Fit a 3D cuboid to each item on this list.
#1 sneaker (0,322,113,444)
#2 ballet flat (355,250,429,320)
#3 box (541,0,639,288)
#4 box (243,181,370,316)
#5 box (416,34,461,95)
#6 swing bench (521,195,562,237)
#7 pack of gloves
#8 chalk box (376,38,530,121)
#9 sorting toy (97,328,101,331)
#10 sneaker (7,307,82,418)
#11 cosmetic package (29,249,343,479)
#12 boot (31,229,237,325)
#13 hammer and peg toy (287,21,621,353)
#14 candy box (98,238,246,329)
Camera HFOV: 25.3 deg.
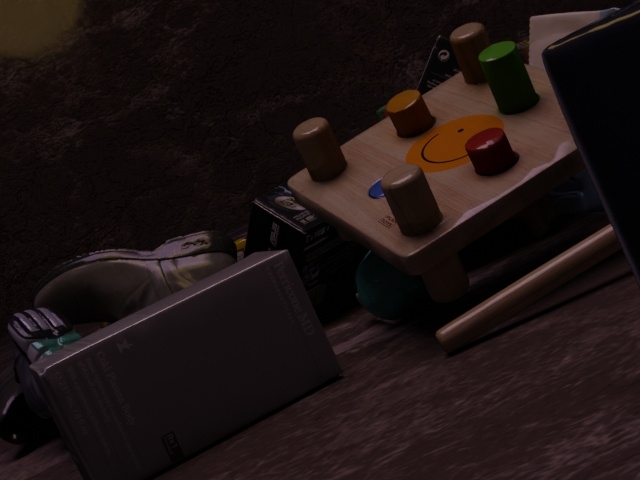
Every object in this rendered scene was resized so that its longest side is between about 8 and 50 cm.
[{"bbox_3d":[-0.241,0.151,1.598,0.286,0.109,0.130,-31,15,4],"label":"sneaker"},{"bbox_3d":[0.073,0.028,1.445,0.087,0.083,0.247,-39,1,12],"label":"ballet flat"},{"bbox_3d":[0.374,-0.104,0.735,0.293,0.212,0.395,-30,7,-38],"label":"box"},{"bbox_3d":[0.000,0.000,1.593,0.077,0.147,0.180,32,41,27],"label":"box"},{"bbox_3d":[0.161,-0.112,1.561,0.184,0.103,0.261,-65,-13,10],"label":"box"},{"bbox_3d":[0.336,-0.146,1.494,0.254,0.165,0.253,-21,7,32],"label":"swing bench"},{"bbox_3d":[0.289,-0.123,1.314,0.046,0.195,0.232,2,-2,-37],"label":"pack of gloves"},{"bbox_3d":[0.209,-0.138,1.862,0.179,0.180,0.289,-20,6,36],"label":"chalk box"},{"bbox_3d":[-0.271,0.121,2.190,0.208,0.038,0.193,-24,6,3],"label":"sorting toy"},{"bbox_3d":[-0.255,0.161,1.470,0.083,0.098,0.223,-9,33,-32],"label":"sneaker"},{"bbox_3d":[-0.115,0.111,1.229,0.238,0.127,0.107,-28,6,-16],"label":"cosmetic package"},{"bbox_3d":[-0.193,0.088,1.520,0.246,0.161,0.083,-15,-37,7],"label":"boot"},{"bbox_3d":[0.139,-0.060,1.229,0.266,0.127,0.361,-32,28,-12],"label":"hammer and peg toy"},{"bbox_3d":[-0.158,0.087,1.709,0.205,0.105,0.027,-27,10,-21],"label":"candy box"}]
